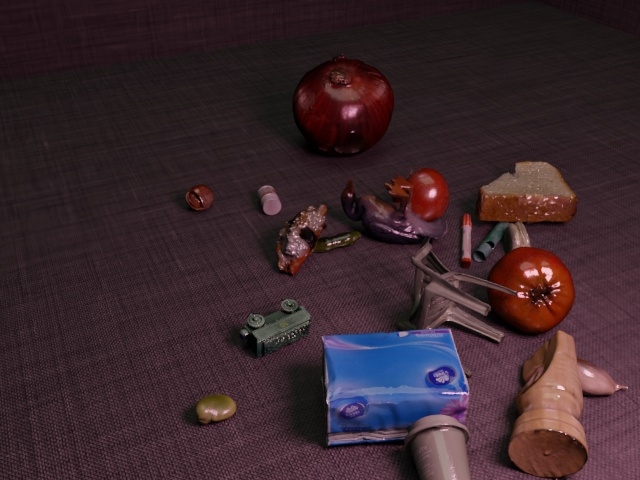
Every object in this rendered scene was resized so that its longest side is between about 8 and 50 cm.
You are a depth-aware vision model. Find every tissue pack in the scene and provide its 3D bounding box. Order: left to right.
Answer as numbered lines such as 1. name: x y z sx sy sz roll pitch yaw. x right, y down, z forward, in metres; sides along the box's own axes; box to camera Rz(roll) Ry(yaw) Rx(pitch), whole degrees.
1. tissue pack: 0.137 0.280 1.318 0.264 0.146 0.198 -2 34 -2

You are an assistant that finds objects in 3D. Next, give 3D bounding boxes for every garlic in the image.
1. garlic: 0.547 0.278 1.385 0.152 0.066 0.084 20 37 31

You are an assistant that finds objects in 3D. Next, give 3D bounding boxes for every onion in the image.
1. onion: 0.072 -0.428 2.256 0.342 0.341 0.341 0 34 0

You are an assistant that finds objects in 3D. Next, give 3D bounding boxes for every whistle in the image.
1. whistle: 0.467 0.000 1.830 0.039 0.039 0.186 20 38 27

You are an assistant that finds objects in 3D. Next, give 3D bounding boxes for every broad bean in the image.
1. broad bean: -0.209 0.333 1.337 0.083 0.045 0.063 -9 35 -26
2. broad bean: -0.001 0.003 1.828 0.227 0.039 0.069 -2 37 3

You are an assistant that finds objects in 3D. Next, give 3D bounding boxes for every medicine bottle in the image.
1. medicine bottle: -0.153 -0.120 2.001 0.057 0.057 0.089 -9 35 -13

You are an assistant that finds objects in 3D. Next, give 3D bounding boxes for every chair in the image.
1. chair: 0.279 0.129 1.501 0.275 0.203 0.191 30 40 30

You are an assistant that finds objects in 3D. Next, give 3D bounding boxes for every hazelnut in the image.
1. hazelnut: -0.359 -0.126 2.002 0.087 0.086 0.086 0 34 0

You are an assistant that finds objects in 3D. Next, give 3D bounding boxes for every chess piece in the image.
1. chess piece: 0.442 0.300 1.299 0.137 0.137 0.300 10 36 15

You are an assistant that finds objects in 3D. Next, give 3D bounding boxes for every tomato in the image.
1. tomato: 0.296 -0.126 1.929 0.168 0.167 0.167 0 34 0

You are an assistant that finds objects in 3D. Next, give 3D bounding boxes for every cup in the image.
1. cup: 0.214 0.392 1.184 0.120 0.120 0.141 -3 41 -3

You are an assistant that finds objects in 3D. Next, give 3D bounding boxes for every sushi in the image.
1. sushi: -0.052 -0.018 1.761 0.097 0.103 0.226 26 58 10

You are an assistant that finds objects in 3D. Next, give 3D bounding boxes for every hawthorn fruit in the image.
1. hawthorn fruit: 0.477 0.105 1.563 0.197 0.196 0.225 -1 9 -1

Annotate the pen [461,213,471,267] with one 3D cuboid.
1. pen: 0.399 -0.002 1.842 0.028 0.028 0.239 6 35 9

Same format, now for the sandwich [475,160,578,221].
1. sandwich: 0.569 -0.139 1.947 0.289 0.099 0.254 -1 33 -5

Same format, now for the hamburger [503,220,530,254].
1. hamburger: 0.521 -0.005 1.794 0.054 0.084 0.121 -2 32 0

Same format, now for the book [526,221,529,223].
1. book: 0.613 -0.087 1.977 0.077 0.014 0.111 -10 35 -13

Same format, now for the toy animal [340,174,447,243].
1. toy animal: 0.197 -0.075 1.831 0.298 0.185 0.122 29 37 0

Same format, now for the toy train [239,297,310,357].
1. toy train: -0.096 0.197 1.519 0.172 0.070 0.099 -21 46 -29
